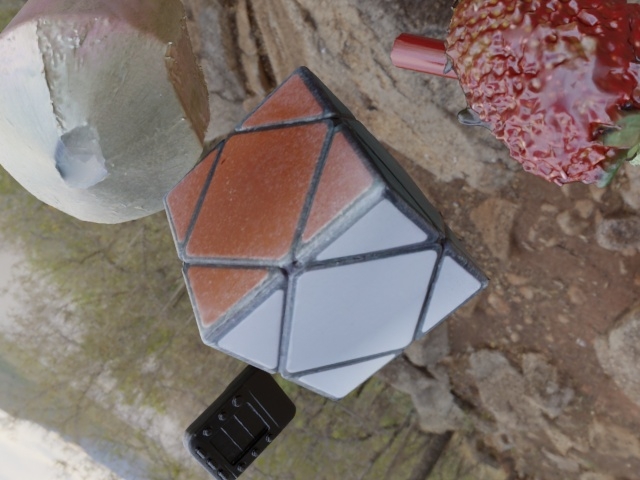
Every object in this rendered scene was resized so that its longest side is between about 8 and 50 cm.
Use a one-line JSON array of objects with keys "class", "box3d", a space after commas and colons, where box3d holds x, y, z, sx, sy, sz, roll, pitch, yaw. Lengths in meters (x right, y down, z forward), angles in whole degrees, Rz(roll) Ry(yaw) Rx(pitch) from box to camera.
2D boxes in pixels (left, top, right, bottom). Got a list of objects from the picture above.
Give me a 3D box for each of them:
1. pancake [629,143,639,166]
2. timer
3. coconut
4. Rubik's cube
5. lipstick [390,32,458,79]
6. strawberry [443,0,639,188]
[{"class": "pancake", "box3d": [0.647, -0.256, 1.088, 0.197, 0.376, 0.054, 55, -177, 32]}, {"class": "timer", "box3d": [-0.143, 0.320, 1.151, 0.055, 0.187, 0.144, 22, 150, 51]}, {"class": "coconut", "box3d": [-0.286, -0.183, 0.871, 0.297, 0.310, 0.298, -4, 134, -4]}, {"class": "Rubik's cube", "box3d": [0.000, 0.000, 0.644, 0.205, 0.207, 0.205, 37, -164, -44]}, {"class": "lipstick", "box3d": [0.263, -0.347, 1.266, 0.279, 0.073, 0.073, 25, 158, 37]}, {"class": "strawberry", "box3d": [0.261, -0.215, 0.783, 0.306, 0.234, 0.137, 35, -175, 18]}]
